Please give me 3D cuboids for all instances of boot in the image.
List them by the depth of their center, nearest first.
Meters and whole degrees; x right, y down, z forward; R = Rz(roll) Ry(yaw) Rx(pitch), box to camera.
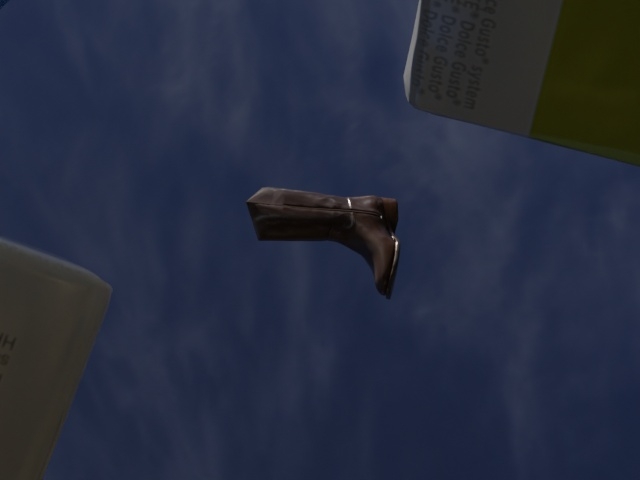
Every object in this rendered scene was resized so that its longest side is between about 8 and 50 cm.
[{"bbox_3d":[0.000,0.000,1.119,0.114,0.106,0.037,6,-53,-5],"label":"boot"}]

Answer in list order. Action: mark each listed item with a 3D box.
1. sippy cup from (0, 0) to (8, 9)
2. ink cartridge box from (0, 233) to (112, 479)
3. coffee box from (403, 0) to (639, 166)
[{"bbox_3d":[-0.255,-0.189,0.737,0.224,0.305,0.240,33,-110,-29],"label":"sippy cup"},{"bbox_3d":[-0.283,0.145,0.543,0.285,0.166,0.395,22,-94,-14],"label":"ink cartridge box"},{"bbox_3d":[0.241,-0.220,0.457,0.334,0.338,0.337,15,-136,8],"label":"coffee box"}]
